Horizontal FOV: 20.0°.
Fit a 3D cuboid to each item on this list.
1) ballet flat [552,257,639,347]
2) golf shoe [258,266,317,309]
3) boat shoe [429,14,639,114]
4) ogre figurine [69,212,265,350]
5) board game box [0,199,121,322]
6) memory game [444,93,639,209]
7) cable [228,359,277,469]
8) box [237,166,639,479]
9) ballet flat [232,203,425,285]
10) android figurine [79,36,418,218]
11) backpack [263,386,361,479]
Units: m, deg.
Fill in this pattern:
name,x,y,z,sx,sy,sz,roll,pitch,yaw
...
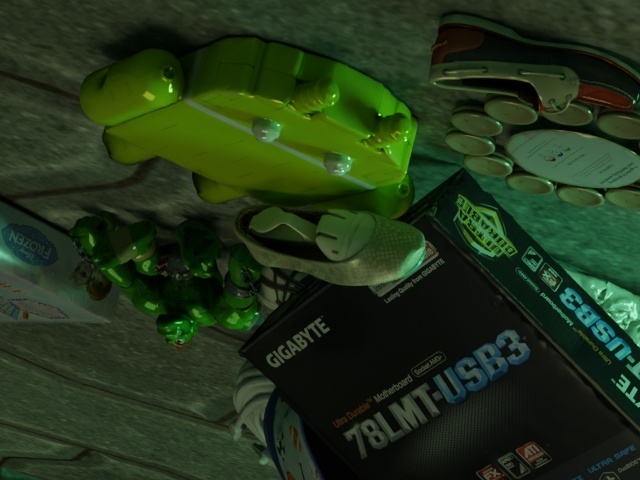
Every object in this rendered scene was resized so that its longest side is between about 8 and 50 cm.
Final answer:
name,x,y,z,sx,sy,sz,roll,pitch,yaw
ballet flat,0.230,0.102,1.519,0.409,0.147,0.147,17,162,-10
golf shoe,-0.015,0.054,1.627,0.077,0.094,0.198,19,163,-20
boat shoe,0.133,-0.100,1.117,0.137,0.043,0.049,15,161,-9
ogre figurine,-0.125,0.034,1.658,0.197,0.097,0.118,-8,139,17
board game box,-0.413,-0.001,1.800,0.318,0.066,0.319,-2,156,42
memory game,0.176,-0.061,1.255,0.186,0.012,0.186,12,162,4
cable,0.028,0.198,1.944,0.257,0.089,0.257,27,154,9
box,0.118,0.122,1.450,0.293,0.073,0.295,45,139,-7
ballet flat,0.000,0.000,1.332,0.168,0.057,0.052,2,151,42
android figurine,-0.042,-0.076,1.309,0.248,0.056,0.273,25,161,-31
backpack,0.083,0.195,1.716,0.263,0.276,0.213,58,151,-7
